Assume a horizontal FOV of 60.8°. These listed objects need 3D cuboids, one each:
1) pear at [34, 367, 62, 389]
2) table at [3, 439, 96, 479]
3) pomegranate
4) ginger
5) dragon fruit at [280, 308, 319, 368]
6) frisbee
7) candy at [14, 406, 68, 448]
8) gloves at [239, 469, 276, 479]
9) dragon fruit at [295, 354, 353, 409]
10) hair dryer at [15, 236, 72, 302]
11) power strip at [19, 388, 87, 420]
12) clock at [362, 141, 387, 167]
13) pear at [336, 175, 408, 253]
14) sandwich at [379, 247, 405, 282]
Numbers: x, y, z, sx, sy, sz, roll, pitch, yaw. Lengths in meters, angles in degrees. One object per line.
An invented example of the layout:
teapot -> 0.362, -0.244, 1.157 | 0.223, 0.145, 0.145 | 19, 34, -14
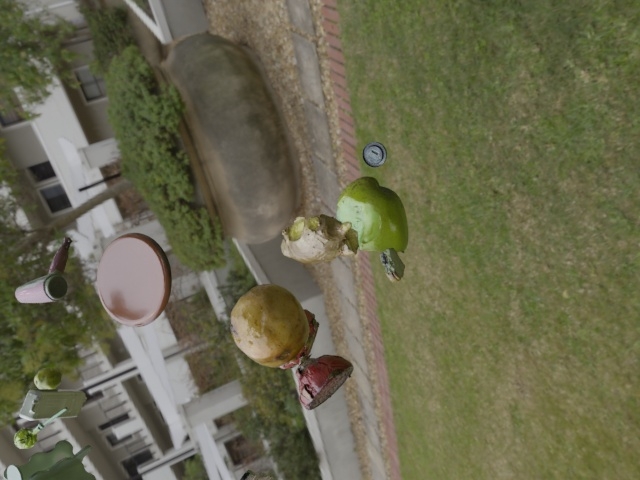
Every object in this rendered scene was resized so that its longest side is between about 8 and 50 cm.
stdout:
pear -> -1.021, 0.521, 2.057 | 0.092, 0.097, 0.092 | 9, 107, 31
table -> -0.716, 0.631, 1.452 | 0.198, 0.167, 0.166 | -13, -102, -62
pomegranate -> -0.156, 0.265, 1.714 | 0.260, 0.261, 0.260 | 60, 164, 30
ginger -> 0.000, 0.000, 1.250 | 0.216, 0.157, 0.102 | -25, 46, 49
dragon fruit -> -0.162, 0.404, 2.536 | 0.262, 0.296, 0.314 | 90, -166, -52
frisbee -> -0.495, 0.104, 1.435 | 0.021, 0.251, 0.250 | 0, -117, -66
candy -> -0.808, 0.538, 1.584 | 0.062, 0.194, 0.058 | 52, -173, -14
gloves -> -0.185, 0.892, 1.889 | 0.212, 0.127, 0.111 | 22, 109, 22
dragon fruit -> -0.008, 0.456, 1.864 | 0.148, 0.218, 0.224 | 46, -165, 22
hair dryer -> -0.547, 0.059, 1.118 | 0.054, 0.106, 0.154 | 55, -142, -41
power strip -> -0.951, 0.590, 1.966 | 0.338, 0.058, 0.098 | 64, -141, -72
clock -> 0.178, -0.282, 1.787 | 0.085, 0.017, 0.085 | 9, 110, 27
pear -> 0.180, -0.099, 2.043 | 0.287, 0.176, 0.281 | 9, 96, 33
sandwich -> 0.213, 0.073, 1.622 | 0.093, 0.036, 0.105 | 51, -153, -18
